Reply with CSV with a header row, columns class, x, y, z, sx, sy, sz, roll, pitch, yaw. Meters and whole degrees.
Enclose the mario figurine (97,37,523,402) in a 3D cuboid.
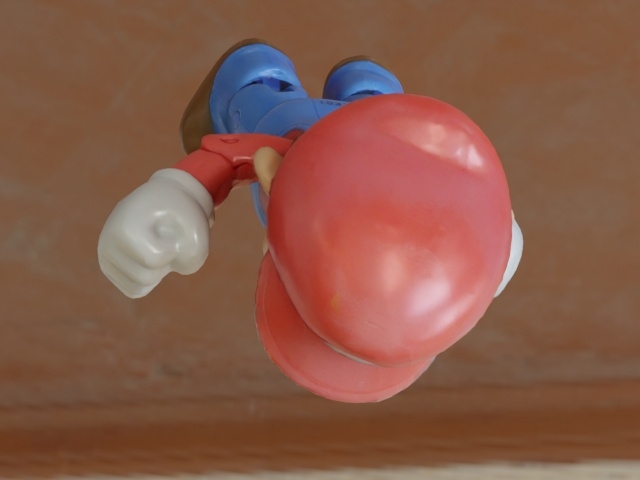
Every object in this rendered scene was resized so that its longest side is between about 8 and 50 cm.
class,x,y,z,sx,sy,sz,roll,pitch,yaw
mario figurine,0.000,0.000,0.975,0.198,0.320,0.170,-25,109,1
